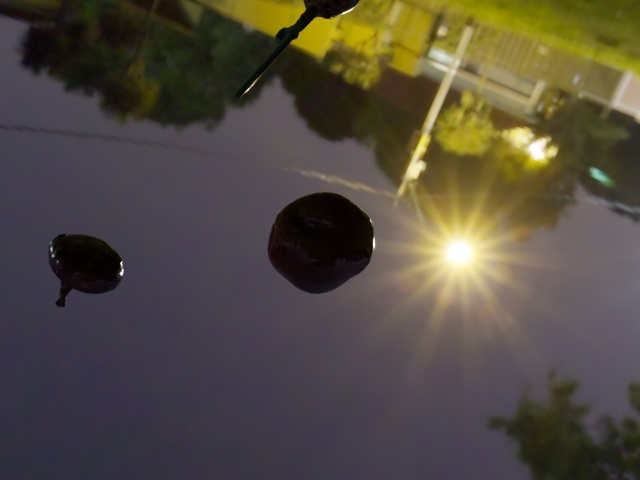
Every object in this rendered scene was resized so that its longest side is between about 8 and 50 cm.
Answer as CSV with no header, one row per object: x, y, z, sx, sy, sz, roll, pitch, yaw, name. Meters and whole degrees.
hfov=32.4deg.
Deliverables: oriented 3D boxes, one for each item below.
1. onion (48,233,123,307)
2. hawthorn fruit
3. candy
-0.450,0.066,2.047,0.150,0.140,0.150,25,-162,-9,onion
0.000,0.000,1.248,0.128,0.128,0.128,22,-168,-5,hawthorn fruit
-0.037,-0.301,1.610,0.084,0.287,0.078,42,154,-11,candy
